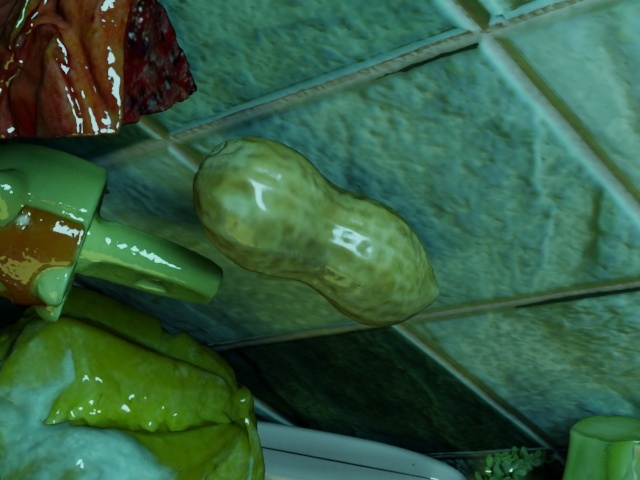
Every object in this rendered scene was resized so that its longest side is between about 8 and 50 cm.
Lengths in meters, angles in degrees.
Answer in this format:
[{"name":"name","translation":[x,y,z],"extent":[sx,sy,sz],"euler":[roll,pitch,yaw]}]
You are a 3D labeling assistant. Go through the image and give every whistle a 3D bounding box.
[{"name":"whistle","translation":[-0.208,-0.011,0.787],"extent":[0.289,0.106,0.131],"euler":[21,157,-8]}]

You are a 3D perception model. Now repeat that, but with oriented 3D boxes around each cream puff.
[{"name":"cream puff","translation":[-0.202,0.188,1.007],"extent":[0.378,0.275,0.378],"euler":[40,160,18]}]

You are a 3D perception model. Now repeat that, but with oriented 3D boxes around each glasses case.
[{"name":"glasses case","translation":[0.004,0.236,1.141],"extent":[0.297,0.075,0.113],"euler":[9,153,15]}]

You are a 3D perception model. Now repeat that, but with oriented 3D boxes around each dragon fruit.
[{"name":"dragon fruit","translation":[-0.170,-0.114,0.655],"extent":[0.192,0.122,0.092],"euler":[1,109,31]}]

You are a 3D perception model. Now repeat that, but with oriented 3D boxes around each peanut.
[{"name":"peanut","translation":[-0.001,0.000,0.730],"extent":[0.193,0.089,0.089],"euler":[31,148,-24]}]

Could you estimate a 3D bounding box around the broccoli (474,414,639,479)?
[{"name":"broccoli","translation":[0.216,0.283,0.959],"extent":[0.235,0.259,0.288],"euler":[-20,-179,29]}]
